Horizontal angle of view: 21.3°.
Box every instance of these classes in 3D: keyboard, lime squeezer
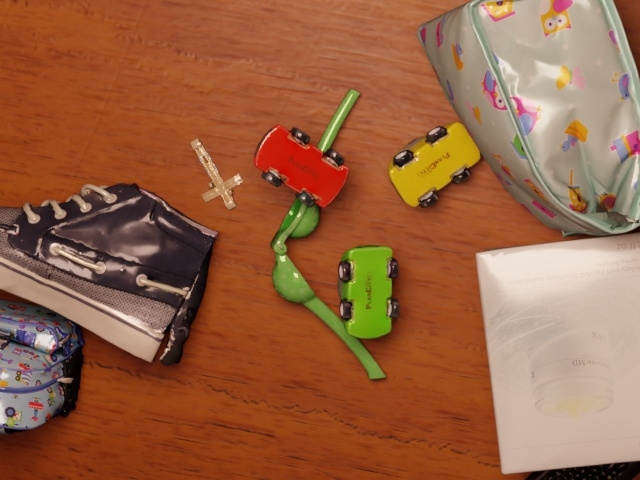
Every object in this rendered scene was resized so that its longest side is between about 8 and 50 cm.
[{"bbox_3d":[0.276,0.236,1.794,0.192,0.038,0.100,-44,91,11],"label":"keyboard"},{"bbox_3d":[0.000,0.000,1.787,0.109,0.059,0.310,-4,98,9],"label":"lime squeezer"}]

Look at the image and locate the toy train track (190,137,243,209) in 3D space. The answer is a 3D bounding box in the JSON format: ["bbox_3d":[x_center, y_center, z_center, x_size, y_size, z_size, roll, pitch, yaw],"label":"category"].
[{"bbox_3d":[-0.115,-0.070,1.813,0.048,0.014,0.083,-29,93,11],"label":"toy train track"}]

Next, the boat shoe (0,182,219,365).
[{"bbox_3d":[-0.269,-0.011,1.801,0.340,0.127,0.158,27,95,-5],"label":"boat shoe"}]

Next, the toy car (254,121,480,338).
[{"bbox_3d":[0.043,-0.012,1.751,0.239,0.053,0.225,-2,101,-15],"label":"toy car"}]

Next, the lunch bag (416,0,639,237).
[{"bbox_3d":[0.224,-0.125,1.642,0.160,0.223,0.262,-26,94,-7],"label":"lunch bag"}]

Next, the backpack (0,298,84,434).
[{"bbox_3d":[-0.341,0.137,1.798,0.158,0.173,0.117,12,101,7],"label":"backpack"}]

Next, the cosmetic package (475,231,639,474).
[{"bbox_3d":[0.282,0.108,1.705,0.224,0.138,0.225,-7,90,9],"label":"cosmetic package"}]
